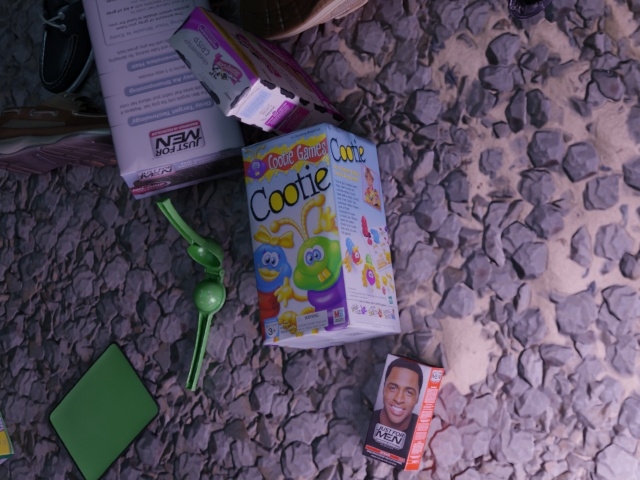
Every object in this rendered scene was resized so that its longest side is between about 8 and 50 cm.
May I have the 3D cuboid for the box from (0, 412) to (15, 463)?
[{"bbox_3d":[-0.587,0.303,1.975,0.105,0.043,0.179,-35,69,22],"label":"box"}]

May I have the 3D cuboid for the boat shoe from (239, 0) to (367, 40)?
[{"bbox_3d":[0.022,-0.368,1.673,0.341,0.110,0.122,-17,80,43],"label":"boat shoe"}]

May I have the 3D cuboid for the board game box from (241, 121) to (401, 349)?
[{"bbox_3d":[0.000,0.000,1.608,0.142,0.144,0.275,-14,75,29],"label":"board game box"}]

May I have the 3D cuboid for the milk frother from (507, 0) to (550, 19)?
[{"bbox_3d":[0.253,-0.386,1.548,0.135,0.129,0.143,-95,20,-51],"label":"milk frother"}]

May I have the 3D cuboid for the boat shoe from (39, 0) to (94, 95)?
[{"bbox_3d":[-0.418,-0.391,1.947,0.114,0.091,0.302,14,90,32],"label":"boat shoe"}]

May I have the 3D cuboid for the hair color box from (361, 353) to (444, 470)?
[{"bbox_3d":[0.110,0.228,1.566,0.072,0.043,0.141,14,89,33],"label":"hair color box"}]

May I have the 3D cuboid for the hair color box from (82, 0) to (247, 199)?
[{"bbox_3d":[-0.238,-0.269,1.767,0.185,0.113,0.374,-14,73,-2],"label":"hair color box"}]

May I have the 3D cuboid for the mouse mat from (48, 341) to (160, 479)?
[{"bbox_3d":[-0.343,0.273,1.853,0.190,0.007,0.152,-48,62,18],"label":"mouse mat"}]

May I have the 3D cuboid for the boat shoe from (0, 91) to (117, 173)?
[{"bbox_3d":[-0.408,-0.185,1.896,0.324,0.123,0.116,-3,73,24],"label":"boat shoe"}]

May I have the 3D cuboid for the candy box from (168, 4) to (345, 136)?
[{"bbox_3d":[-0.085,-0.223,1.639,0.071,0.233,0.159,-47,63,17],"label":"candy box"}]

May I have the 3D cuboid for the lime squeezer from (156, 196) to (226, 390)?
[{"bbox_3d":[-0.177,0.066,1.735,0.059,0.110,0.310,2,115,15],"label":"lime squeezer"}]
